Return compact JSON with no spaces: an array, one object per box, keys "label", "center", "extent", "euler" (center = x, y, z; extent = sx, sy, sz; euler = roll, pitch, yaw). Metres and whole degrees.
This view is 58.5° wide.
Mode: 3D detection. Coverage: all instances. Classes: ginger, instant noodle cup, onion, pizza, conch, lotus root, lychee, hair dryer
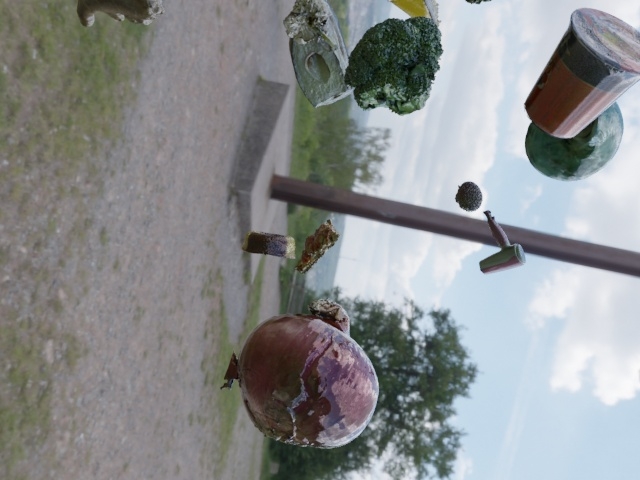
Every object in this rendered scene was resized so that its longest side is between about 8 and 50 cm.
[{"label":"ginger","center":[-0.503,-0.613,1.423],"extent":[0.080,0.333,0.166],"euler":[-55,147,-34]},{"label":"instant noodle cup","center":[0.344,-0.212,0.756],"extent":[0.135,0.127,0.127],"euler":[117,-12,-52]},{"label":"onion","center":[-0.047,0.322,1.310],"extent":[0.353,0.354,0.353],"euler":[11,90,-89]},{"label":"pizza","center":[0.000,0.000,1.599],"extent":[0.188,0.062,0.199],"euler":[-60,-168,-25]},{"label":"conch","center":[0.491,-0.213,1.123],"extent":[0.202,0.134,0.196],"euler":[4,-70,57]},{"label":"lotus root","center":[-0.004,-0.555,1.710],"extent":[0.210,0.142,0.314],"euler":[-66,140,-56]},{"label":"lychee","center":[0.366,-0.110,1.413],"extent":[0.068,0.083,0.067],"euler":[-40,155,14]},{"label":"hair dryer","center":[0.428,-0.001,1.390],"extent":[0.054,0.106,0.154],"euler":[8,67,-54]}]

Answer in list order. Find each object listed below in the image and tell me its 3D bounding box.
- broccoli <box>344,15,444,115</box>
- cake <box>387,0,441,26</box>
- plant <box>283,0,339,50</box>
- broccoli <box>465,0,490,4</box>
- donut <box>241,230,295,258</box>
[{"label":"broccoli","center":[0.131,-0.295,0.971],"extent":[0.195,0.156,0.195],"euler":[-39,-159,18]},{"label":"cake","center":[0.190,-0.482,1.081],"extent":[0.116,0.185,0.079],"euler":[-14,-123,57]},{"label":"plant","center":[-0.012,-0.438,1.181],"extent":[0.104,0.122,0.116],"euler":[-42,-179,19]},{"label":"broccoli","center":[0.405,-0.674,1.477],"extent":[0.120,0.131,0.130],"euler":[-35,180,-39]},{"label":"donut","center":[-0.130,0.011,1.445],"extent":[0.140,0.141,0.059],"euler":[-56,155,-86]}]
